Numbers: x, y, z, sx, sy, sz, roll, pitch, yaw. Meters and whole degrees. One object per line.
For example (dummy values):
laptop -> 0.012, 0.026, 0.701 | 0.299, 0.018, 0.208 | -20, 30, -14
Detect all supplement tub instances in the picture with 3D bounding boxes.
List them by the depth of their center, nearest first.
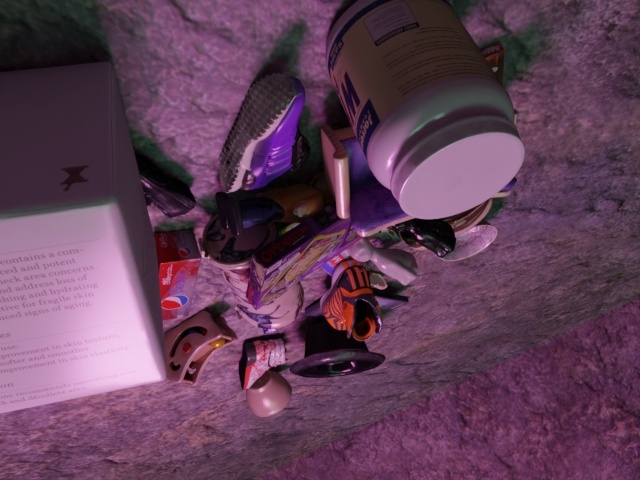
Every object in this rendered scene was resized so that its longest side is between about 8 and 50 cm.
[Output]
supplement tub -> 0.161, -0.221, 1.008 | 0.235, 0.324, 0.235 | -15, 149, -9

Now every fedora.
fedora -> 0.048, 0.334, 1.997 | 0.334, 0.152, 0.334 | -6, 160, -2

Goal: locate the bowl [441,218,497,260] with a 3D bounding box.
bowl -> 0.385, -0.022, 1.714 | 0.170, 0.080, 0.170 | -16, 150, -9

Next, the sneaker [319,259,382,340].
sneaker -> 0.080, 0.205, 1.701 | 0.125, 0.180, 0.321 | -10, 147, -9

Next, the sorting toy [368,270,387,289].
sorting toy -> 0.139, 0.127, 1.854 | 0.075, 0.045, 0.083 | -32, 149, 34

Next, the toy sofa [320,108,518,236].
toy sofa -> 0.193, -0.156, 1.197 | 0.363, 0.177, 0.150 | -16, 136, -10

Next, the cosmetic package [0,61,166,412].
cosmetic package -> -0.428, 0.003, 0.930 | 0.329, 0.327, 0.393 | -8, 136, -10

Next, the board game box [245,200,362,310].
board game box -> 0.000, 0.000, 1.316 | 0.347, 0.056, 0.208 | -33, 158, -25

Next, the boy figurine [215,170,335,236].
boy figurine -> -0.061, -0.081, 1.292 | 0.285, 0.177, 0.092 | -16, 111, -23

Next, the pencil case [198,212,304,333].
pencil case -> -0.154, 0.077, 1.474 | 0.183, 0.160, 0.410 | -31, 151, -8

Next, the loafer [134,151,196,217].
loafer -> -0.319, -0.096, 1.173 | 0.078, 0.076, 0.223 | -36, 151, 8

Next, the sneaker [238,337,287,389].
sneaker -> -0.186, 0.406, 2.063 | 0.145, 0.090, 0.270 | -7, 145, -18

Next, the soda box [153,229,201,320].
soda box -> -0.341, 0.085, 1.450 | 0.092, 0.083, 0.263 | -7, 147, -23

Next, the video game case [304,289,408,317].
video game case -> 0.114, 0.201, 1.943 | 0.196, 0.026, 0.274 | -30, 151, 36

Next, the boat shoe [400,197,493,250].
boat shoe -> 0.316, -0.057, 1.606 | 0.257, 0.095, 0.095 | -37, 140, 28

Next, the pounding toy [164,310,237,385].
pounding toy -> -0.375, 0.299, 1.710 | 0.269, 0.154, 0.155 | -32, 148, 18

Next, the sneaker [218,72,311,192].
sneaker -> -0.075, -0.191, 1.150 | 0.146, 0.102, 0.293 | 0, 152, -31

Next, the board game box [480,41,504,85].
board game box -> 0.308, -0.277, 1.306 | 0.145, 0.027, 0.281 | -23, 150, 3

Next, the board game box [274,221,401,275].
board game box -> 0.051, -0.026, 1.543 | 0.213, 0.046, 0.317 | -28, 149, 13

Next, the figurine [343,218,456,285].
figurine -> 0.182, 0.004, 1.541 | 0.209, 0.092, 0.215 | 25, 130, -32

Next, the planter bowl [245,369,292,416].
planter bowl -> -0.193, 0.513, 2.192 | 0.162, 0.162, 0.109 | -22, 123, 3
